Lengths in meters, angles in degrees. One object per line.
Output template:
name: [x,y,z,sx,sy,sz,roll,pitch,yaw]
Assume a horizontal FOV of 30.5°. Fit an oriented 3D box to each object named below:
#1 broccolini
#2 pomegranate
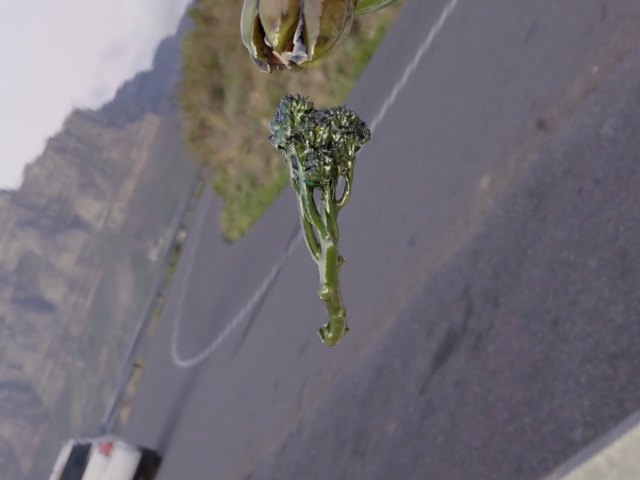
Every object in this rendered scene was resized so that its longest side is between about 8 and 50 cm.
broccolini: [0.000,0.004,0.659,0.052,0.054,0.194,-86,-3,-48]
pomegranate: [-0.003,-0.252,0.841,0.241,0.190,0.159,-45,-4,-18]
